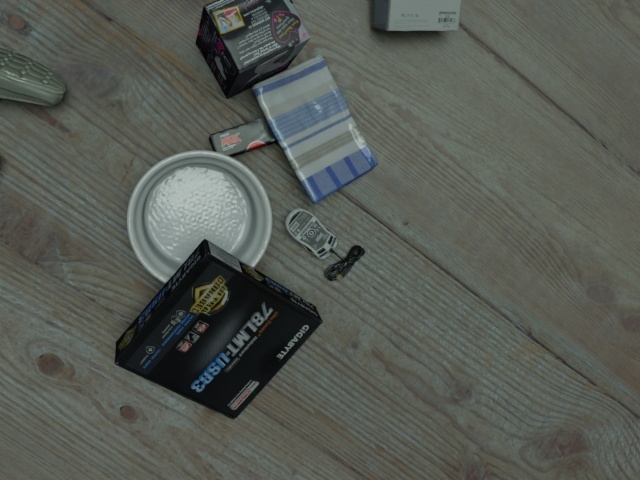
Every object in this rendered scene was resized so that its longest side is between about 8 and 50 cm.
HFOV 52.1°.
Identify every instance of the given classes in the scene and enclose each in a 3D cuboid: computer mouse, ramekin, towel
[{"bbox_3d":[0.000,0.000,1.448,0.193,0.042,0.106,43,85,-16],"label":"computer mouse"},{"bbox_3d":[-0.244,-0.046,1.321,0.278,0.135,0.276,-2,101,-13],"label":"ramekin"},{"bbox_3d":[-0.006,-0.245,1.415,0.209,0.034,0.284,-32,99,-33],"label":"towel"}]

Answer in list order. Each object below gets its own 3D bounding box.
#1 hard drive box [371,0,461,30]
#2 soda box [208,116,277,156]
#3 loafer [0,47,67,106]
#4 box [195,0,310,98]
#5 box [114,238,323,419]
[{"bbox_3d":[0.216,-0.581,1.426,0.181,0.089,0.232,-6,115,-19],"label":"hard drive box"},{"bbox_3d":[-0.150,-0.223,1.404,0.169,0.053,0.060,-21,95,-12],"label":"soda box"},{"bbox_3d":[-0.660,-0.316,1.264,0.320,0.112,0.111,16,122,-14],"label":"loafer"},{"bbox_3d":[-0.139,-0.398,1.307,0.163,0.247,0.142,-30,98,-12],"label":"box"},{"bbox_3d":[-0.199,0.185,1.296,0.293,0.073,0.295,36,104,-27],"label":"box"}]
